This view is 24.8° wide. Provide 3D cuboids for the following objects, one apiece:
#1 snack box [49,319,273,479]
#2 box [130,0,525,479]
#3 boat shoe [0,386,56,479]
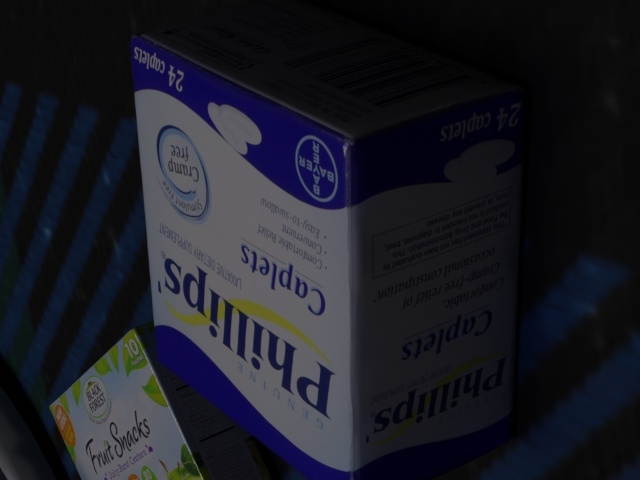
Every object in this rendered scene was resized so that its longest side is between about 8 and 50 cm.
[{"bbox_3d":[-0.080,0.102,0.710,0.141,0.037,0.100,-40,72,56],"label":"snack box"},{"bbox_3d":[0.000,0.000,0.502,0.126,0.072,0.137,30,132,46],"label":"box"},{"bbox_3d":[-0.219,0.254,0.890,0.136,0.156,0.367,-19,91,58],"label":"boat shoe"}]
